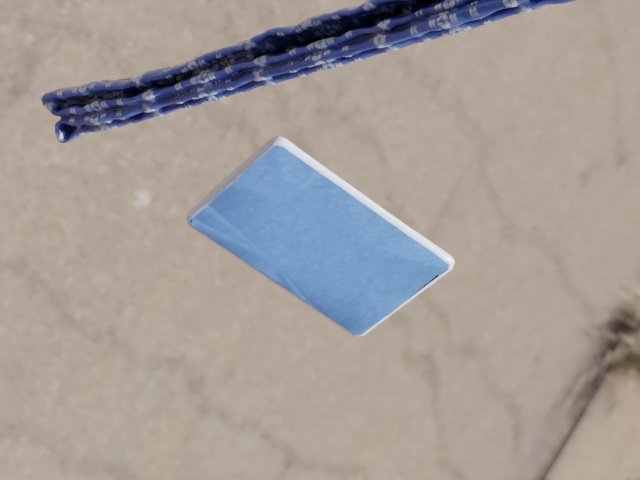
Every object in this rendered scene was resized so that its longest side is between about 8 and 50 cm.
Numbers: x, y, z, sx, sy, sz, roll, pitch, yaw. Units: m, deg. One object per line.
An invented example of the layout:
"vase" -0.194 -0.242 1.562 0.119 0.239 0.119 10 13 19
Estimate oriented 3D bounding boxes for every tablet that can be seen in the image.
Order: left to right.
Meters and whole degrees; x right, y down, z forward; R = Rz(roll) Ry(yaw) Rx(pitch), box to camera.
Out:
"tablet" 0.000 0.000 0.625 0.054 0.083 0.006 -39 -153 34

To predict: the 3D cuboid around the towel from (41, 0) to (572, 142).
"towel" 0.042 -0.129 0.958 0.243 0.336 0.040 -29 104 -56
